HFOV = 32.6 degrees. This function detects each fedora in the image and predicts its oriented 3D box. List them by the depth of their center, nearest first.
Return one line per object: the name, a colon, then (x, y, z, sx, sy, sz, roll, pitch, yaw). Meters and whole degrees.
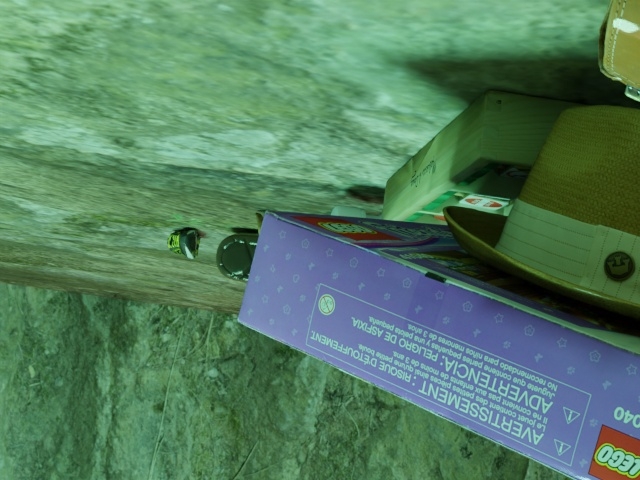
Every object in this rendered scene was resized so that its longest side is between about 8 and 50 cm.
fedora: (0.151, -0.011, 0.471, 0.194, 0.079, 0.194, 14, -172, -2)

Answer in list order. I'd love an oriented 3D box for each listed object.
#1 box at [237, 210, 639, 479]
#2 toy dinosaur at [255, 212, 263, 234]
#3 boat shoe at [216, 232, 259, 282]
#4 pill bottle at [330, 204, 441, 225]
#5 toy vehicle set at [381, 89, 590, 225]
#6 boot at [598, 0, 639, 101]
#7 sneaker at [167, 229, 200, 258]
box: (0.130, 0.045, 0.543, 0.201, 0.057, 0.293, 22, -169, 36)
toy dinosaur: (0.000, 0.000, 0.999, 0.112, 0.064, 0.211, -6, -179, -4)
boat shoe: (-0.010, 0.023, 1.148, 0.190, 0.068, 0.072, 14, -173, 9)
pill bottle: (0.096, 0.022, 0.842, 0.184, 0.103, 0.103, 8, 172, -7)
toy vehicle set: (0.142, -0.030, 0.669, 0.165, 0.035, 0.267, 8, 172, -6)
boot: (0.173, -0.056, 0.380, 0.152, 0.073, 0.197, 13, 176, 14)
sneaker: (-0.153, 0.005, 1.206, 0.035, 0.031, 0.083, 7, 172, -1)
